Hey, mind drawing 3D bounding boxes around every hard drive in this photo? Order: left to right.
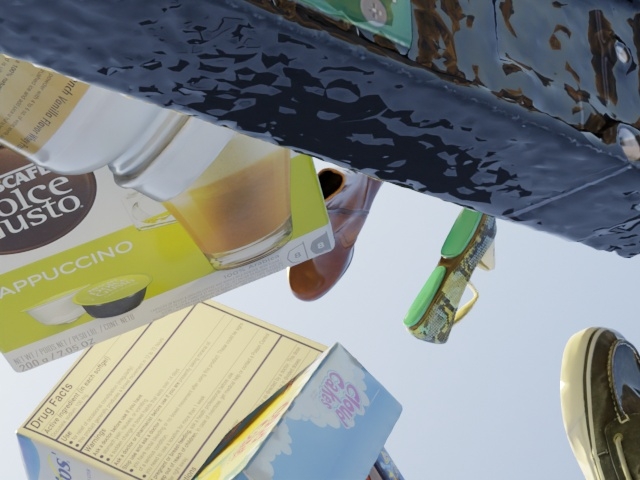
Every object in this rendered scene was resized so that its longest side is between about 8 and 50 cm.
[{"bbox_3d":[-0.009,-0.143,0.402,0.064,0.339,0.237,-24,-120,44],"label":"hard drive"}]

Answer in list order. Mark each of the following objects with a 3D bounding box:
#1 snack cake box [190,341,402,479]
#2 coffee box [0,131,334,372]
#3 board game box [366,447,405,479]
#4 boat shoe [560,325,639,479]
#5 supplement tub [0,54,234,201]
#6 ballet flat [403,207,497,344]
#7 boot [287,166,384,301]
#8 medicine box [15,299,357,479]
[{"bbox_3d":[-0.041,0.199,1.133,0.152,0.089,0.264,-43,-179,23],"label":"snack cake box"},{"bbox_3d":[-0.222,-0.144,1.300,0.337,0.334,0.338,-22,-124,-5],"label":"coffee box"},{"bbox_3d":[0.026,0.261,1.288,0.136,0.201,0.035,-41,161,23],"label":"board game box"},{"bbox_3d":[0.341,0.233,1.438,0.119,0.121,0.335,-36,-127,43],"label":"boat shoe"},{"bbox_3d":[-0.190,-0.182,0.895,0.228,0.316,0.228,-48,-157,28],"label":"supplement tub"},{"bbox_3d":[0.161,0.034,1.592,0.188,0.070,0.070,-59,-152,-5],"label":"ballet flat"},{"bbox_3d":[0.000,0.000,1.934,0.264,0.096,0.280,-54,176,19],"label":"boot"},{"bbox_3d":[-0.141,0.215,1.565,0.289,0.149,0.263,20,-132,19],"label":"medicine box"}]
